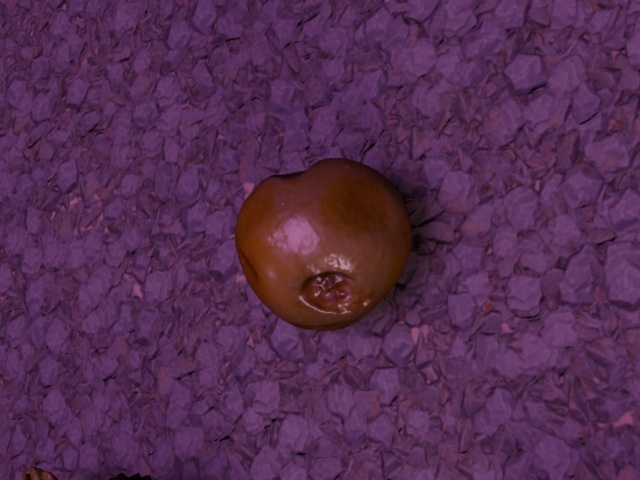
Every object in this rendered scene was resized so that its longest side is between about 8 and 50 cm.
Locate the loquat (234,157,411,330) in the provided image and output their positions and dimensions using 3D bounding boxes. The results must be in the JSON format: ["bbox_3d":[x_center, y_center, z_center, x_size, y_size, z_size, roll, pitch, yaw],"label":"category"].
[{"bbox_3d":[0.002,-0.004,1.409,0.213,0.213,0.213,-7,78,34],"label":"loquat"}]

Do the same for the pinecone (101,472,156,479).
[{"bbox_3d":[-0.218,0.399,1.492,0.221,0.221,0.222,-7,78,34],"label":"pinecone"}]

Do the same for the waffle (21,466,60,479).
[{"bbox_3d":[-0.341,0.449,1.547,0.065,0.283,0.310,-16,85,0],"label":"waffle"}]
